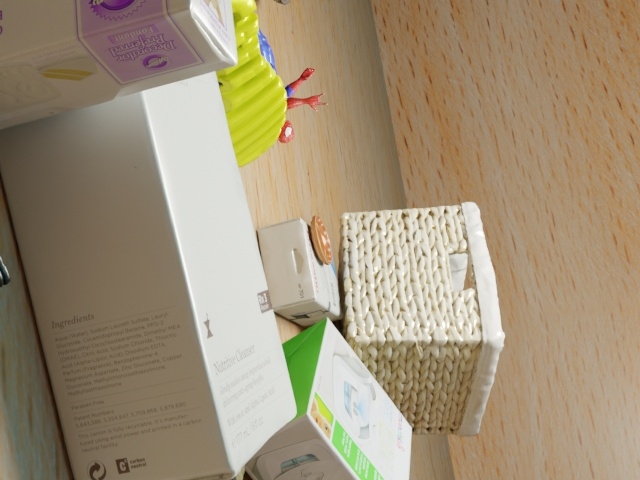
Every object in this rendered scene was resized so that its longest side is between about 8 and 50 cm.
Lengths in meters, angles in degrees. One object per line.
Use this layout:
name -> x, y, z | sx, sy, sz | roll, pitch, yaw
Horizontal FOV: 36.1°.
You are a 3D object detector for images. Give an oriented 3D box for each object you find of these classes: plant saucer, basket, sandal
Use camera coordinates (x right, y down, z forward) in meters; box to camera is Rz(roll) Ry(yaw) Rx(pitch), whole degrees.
plant saucer -> 0.000, 0.000, 1.600 | 0.083, 0.013, 0.084 | -16, 90, -79
basket -> 0.169, 0.152, 1.823 | 0.331, 0.266, 0.328 | 90, -2, -49
sandal -> -0.139, -0.242, 1.385 | 0.138, 0.126, 0.317 | 36, -30, 36

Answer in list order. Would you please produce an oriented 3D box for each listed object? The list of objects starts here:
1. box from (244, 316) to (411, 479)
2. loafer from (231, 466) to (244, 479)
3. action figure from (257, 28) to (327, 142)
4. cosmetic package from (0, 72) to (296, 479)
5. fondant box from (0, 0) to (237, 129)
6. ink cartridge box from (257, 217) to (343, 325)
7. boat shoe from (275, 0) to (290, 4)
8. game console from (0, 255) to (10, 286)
box -> 0.012, 0.279, 1.361 | 0.231, 0.126, 0.262 | 53, 19, -14
loafer -> -0.117, 0.224, 1.140 | 0.050, 0.056, 0.148 | -8, 95, -78
action figure -> -0.063, -0.318, 1.754 | 0.091, 0.139, 0.281 | -42, 121, -75
cosmetic package -> -0.159, 0.016, 0.918 | 0.217, 0.156, 0.385 | -22, 100, -76
fondant box -> -0.208, -0.271, 0.794 | 0.096, 0.238, 0.330 | 49, 31, -66
ink cartridge box -> -0.030, 0.056, 1.627 | 0.190, 0.082, 0.140 | 38, 40, -69
boat shoe -> -0.113, -0.525, 1.759 | 0.132, 0.130, 0.355 | -60, 174, -3
game console -> -0.284, -0.016, 0.727 | 0.107, 0.071, 0.122 | -35, 115, -44
